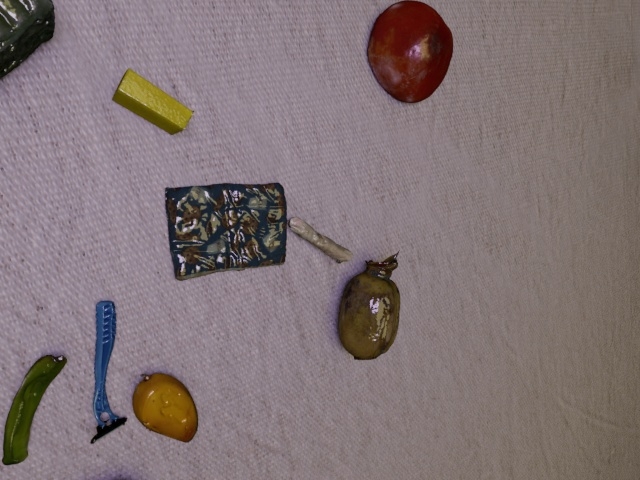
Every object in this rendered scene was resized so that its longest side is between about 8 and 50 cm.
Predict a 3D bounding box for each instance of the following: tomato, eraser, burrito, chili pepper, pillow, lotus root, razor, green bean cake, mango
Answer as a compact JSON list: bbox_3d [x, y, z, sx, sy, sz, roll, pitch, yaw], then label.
[{"bbox_3d":[0.232,-0.448,1.032,0.200,0.139,0.233,-48,117,-9],"label":"tomato"},{"bbox_3d":[-0.299,-0.242,0.773,0.122,0.097,0.045,29,79,-30],"label":"eraser"},{"bbox_3d":[0.000,0.000,1.008,0.185,0.045,0.041,33,115,-31],"label":"burrito"},{"bbox_3d":[-0.503,0.284,0.751,0.052,0.050,0.202,23,87,-47],"label":"chili pepper"},{"bbox_3d":[-0.186,-0.025,0.908,0.255,0.034,0.189,-7,98,-28],"label":"pillow"},{"bbox_3d":[0.122,0.151,1.048,0.154,0.154,0.278,9,92,-31],"label":"lotus root"},{"bbox_3d":[-0.402,0.238,0.809,0.082,0.042,0.253,-13,107,-72],"label":"razor"},{"bbox_3d":[-0.472,-0.299,0.617,0.173,0.181,0.094,-50,119,-18],"label":"green bean cake"},{"bbox_3d":[-0.305,0.333,0.866,0.101,0.066,0.187,-45,121,-26],"label":"mango"}]
